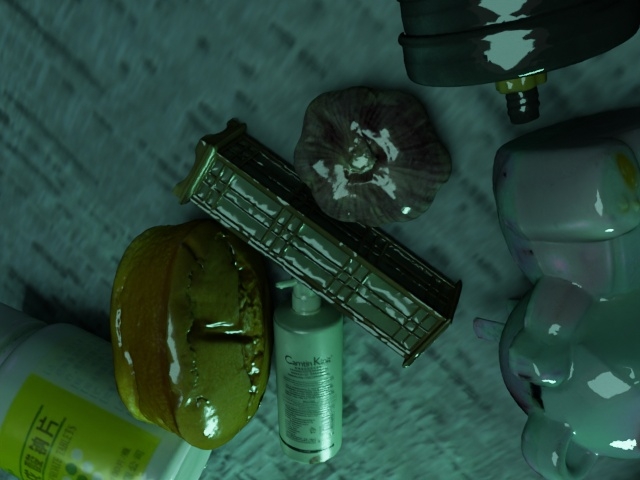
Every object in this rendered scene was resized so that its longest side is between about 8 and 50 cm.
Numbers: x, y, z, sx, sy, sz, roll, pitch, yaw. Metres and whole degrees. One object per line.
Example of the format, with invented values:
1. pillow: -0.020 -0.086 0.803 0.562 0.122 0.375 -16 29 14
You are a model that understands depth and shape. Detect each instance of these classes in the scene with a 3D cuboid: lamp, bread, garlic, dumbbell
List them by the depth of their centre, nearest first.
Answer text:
1. dumbbell: 0.125 -0.274 0.468 0.185 0.185 0.388 -4 115 23
2. lamp: 0.239 0.045 0.593 0.247 0.247 0.301 5 115 54
3. garlic: 0.046 -0.082 0.645 0.159 0.102 0.147 35 118 3
4. lamp: 0.000 0.000 0.717 0.325 0.090 0.089 36 123 -1
5. bread: -0.142 0.106 0.761 0.143 0.195 0.269 6 100 26

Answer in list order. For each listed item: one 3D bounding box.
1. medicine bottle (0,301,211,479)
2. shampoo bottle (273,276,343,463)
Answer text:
1. medicine bottle: -0.340 0.243 0.905 0.379 0.213 0.213 23 122 9
2. shampoo bottle: -0.014 0.155 0.806 0.085 0.085 0.262 8 118 18
